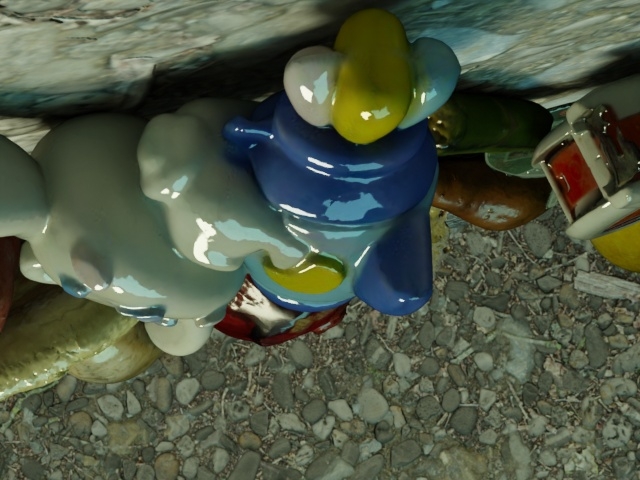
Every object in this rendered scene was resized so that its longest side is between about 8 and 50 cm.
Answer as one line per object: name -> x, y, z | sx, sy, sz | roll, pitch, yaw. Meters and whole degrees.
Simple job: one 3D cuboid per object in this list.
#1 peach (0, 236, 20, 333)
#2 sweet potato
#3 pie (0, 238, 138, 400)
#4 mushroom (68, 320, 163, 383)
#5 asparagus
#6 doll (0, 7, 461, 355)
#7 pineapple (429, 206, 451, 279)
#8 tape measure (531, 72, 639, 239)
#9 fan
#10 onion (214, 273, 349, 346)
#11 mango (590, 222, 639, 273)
peach -> -0.307, 0.017, 0.991 | 0.152, 0.152, 0.152 | -13, 176, -1
sweet potato -> 0.248, -0.068, 1.688 | 0.359, 0.112, 0.112 | -11, 175, -38
pie -> -0.271, 0.056, 1.153 | 0.338, 0.075, 0.337 | -14, -154, 7
mushroom -> -0.250, 0.079, 1.524 | 0.195, 0.188, 0.254 | -12, 180, 14
asparagus -> 0.154, -0.111, 1.173 | 0.067, 0.060, 0.278 | -19, 175, 25
doll -> -0.051, -0.017, 0.860 | 0.366, 0.187, 0.376 | -15, 176, 17
pineapple -> 0.080, -0.015, 1.720 | 0.176, 0.161, 0.137 | 26, -178, -43
tape measure -> 0.333, -0.100, 1.221 | 0.258, 0.130, 0.265 | -23, 172, -20
fan -> 0.282, -0.105, 1.505 | 0.223, 0.012, 0.294 | -2, 156, -31
onion -> -0.039, 0.027, 1.494 | 0.246, 0.190, 0.246 | -33, 179, -1
mango -> 0.605, -0.088, 1.959 | 0.302, 0.220, 0.445 | -4, 163, -29
